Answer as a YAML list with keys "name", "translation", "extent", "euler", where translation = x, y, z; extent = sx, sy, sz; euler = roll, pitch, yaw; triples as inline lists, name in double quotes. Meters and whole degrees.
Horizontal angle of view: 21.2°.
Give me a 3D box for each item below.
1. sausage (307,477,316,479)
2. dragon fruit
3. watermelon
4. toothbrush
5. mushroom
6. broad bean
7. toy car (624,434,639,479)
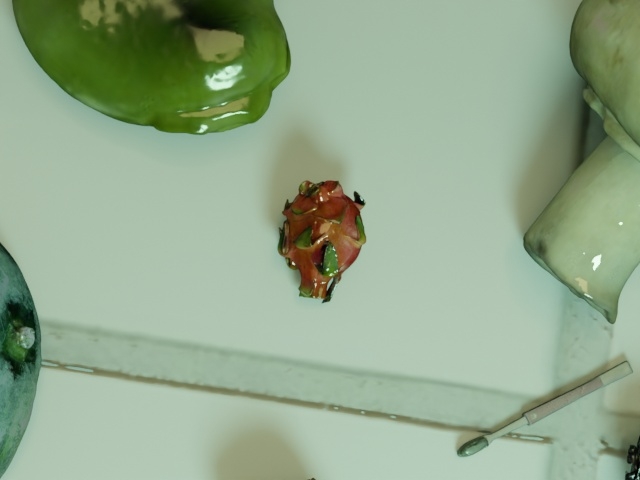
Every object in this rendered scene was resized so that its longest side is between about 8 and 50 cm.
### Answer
- name: "sausage"
  translation: [-0.001, 0.352, 1.554]
  extent: [0.109, 0.109, 0.270]
  euler: [-13, 80, -9]
- name: "dragon fruit"
  translation: [0.001, 0.002, 1.636]
  extent: [0.081, 0.086, 0.116]
  euler: [4, 84, -45]
- name: "watermelon"
  translation: [-0.344, 0.103, 1.515]
  extent: [0.175, 0.188, 0.321]
  euler: [-7, 83, 0]
- name: "toothbrush"
  translation: [0.218, 0.165, 1.660]
  extent: [0.194, 0.017, 0.014]
  euler: [-25, 88, -14]
- name: "mushroom"
  translation: [0.331, -0.087, 1.614]
  extent: [0.314, 0.314, 0.336]
  euler: [40, 98, 2]
- name: "broad bean"
  translation: [-0.157, -0.226, 1.644]
  extent: [0.291, 0.119, 0.238]
  euler: [34, 86, 3]
- name: "toy car"
  translation: [0.360, 0.309, 1.597]
  extent: [0.193, 0.118, 0.301]
  euler: [13, 78, 5]
